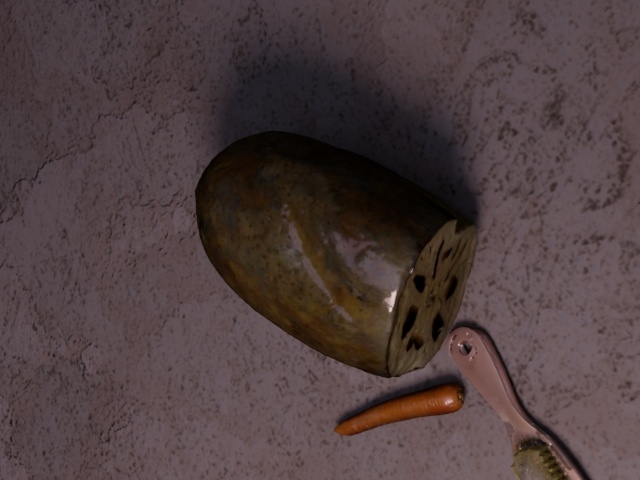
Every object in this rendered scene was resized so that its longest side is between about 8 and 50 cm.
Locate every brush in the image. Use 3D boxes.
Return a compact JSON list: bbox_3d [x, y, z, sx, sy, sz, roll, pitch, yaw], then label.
[{"bbox_3d":[0.235,0.234,1.339,0.072,0.067,0.312,-38,71,25],"label":"brush"}]

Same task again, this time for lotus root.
[{"bbox_3d":[0.000,0.000,1.376,0.346,0.250,0.250,33,106,27],"label":"lotus root"}]

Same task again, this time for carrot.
[{"bbox_3d":[0.096,0.214,1.434,0.190,0.037,0.037,-20,81,32],"label":"carrot"}]
